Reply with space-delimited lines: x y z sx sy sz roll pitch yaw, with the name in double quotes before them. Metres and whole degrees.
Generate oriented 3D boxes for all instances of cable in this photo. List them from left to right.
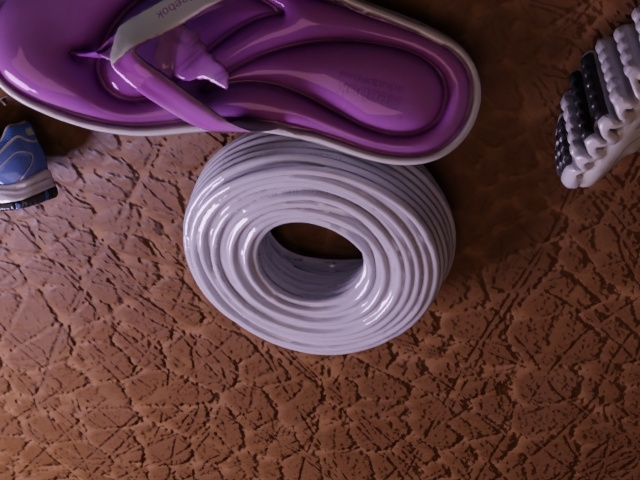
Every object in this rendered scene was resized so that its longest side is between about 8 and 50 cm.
"cable" 0.000 0.000 1.263 0.257 0.089 0.257 -24 122 30

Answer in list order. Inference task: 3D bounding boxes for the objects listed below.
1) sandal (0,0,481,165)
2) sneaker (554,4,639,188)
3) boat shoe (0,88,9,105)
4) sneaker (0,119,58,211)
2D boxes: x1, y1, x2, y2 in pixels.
"sandal" -0.066 -0.155 1.085 0.416 0.102 0.169 6 99 -7
"sneaker" 0.287 -0.139 1.068 0.118 0.110 0.292 19 134 -16
"boat shoe" -0.311 -0.153 1.174 0.104 0.110 0.307 18 129 -19
"sneaker" -0.352 -0.070 1.306 0.211 0.080 0.081 -4 103 20
